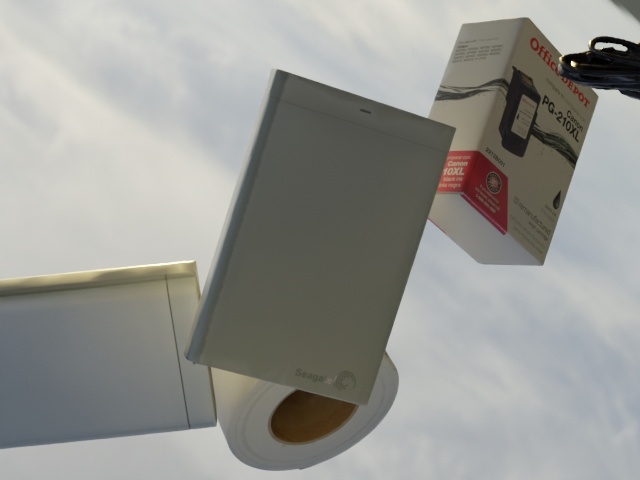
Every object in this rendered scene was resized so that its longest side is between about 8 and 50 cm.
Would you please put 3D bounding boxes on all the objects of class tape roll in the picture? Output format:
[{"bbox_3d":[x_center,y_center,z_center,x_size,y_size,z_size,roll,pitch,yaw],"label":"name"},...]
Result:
[{"bbox_3d":[-0.037,0.169,1.819,0.246,0.246,0.169,21,-152,-41],"label":"tape roll"}]

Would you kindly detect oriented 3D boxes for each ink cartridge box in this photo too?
[{"bbox_3d":[0.211,-0.114,1.561,0.172,0.100,0.237,38,-116,-39],"label":"ink cartridge box"}]

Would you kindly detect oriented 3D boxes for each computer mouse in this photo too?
[{"bbox_3d":[0.310,-0.130,1.048,0.188,0.072,0.272,18,-170,24],"label":"computer mouse"}]

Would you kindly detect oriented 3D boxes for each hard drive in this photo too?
[{"bbox_3d":[0.000,0.000,1.395,0.203,0.308,0.040,16,-176,-17],"label":"hard drive"},{"bbox_3d":[-0.309,0.142,1.587,0.353,0.233,0.047,-5,-144,-2],"label":"hard drive"}]
